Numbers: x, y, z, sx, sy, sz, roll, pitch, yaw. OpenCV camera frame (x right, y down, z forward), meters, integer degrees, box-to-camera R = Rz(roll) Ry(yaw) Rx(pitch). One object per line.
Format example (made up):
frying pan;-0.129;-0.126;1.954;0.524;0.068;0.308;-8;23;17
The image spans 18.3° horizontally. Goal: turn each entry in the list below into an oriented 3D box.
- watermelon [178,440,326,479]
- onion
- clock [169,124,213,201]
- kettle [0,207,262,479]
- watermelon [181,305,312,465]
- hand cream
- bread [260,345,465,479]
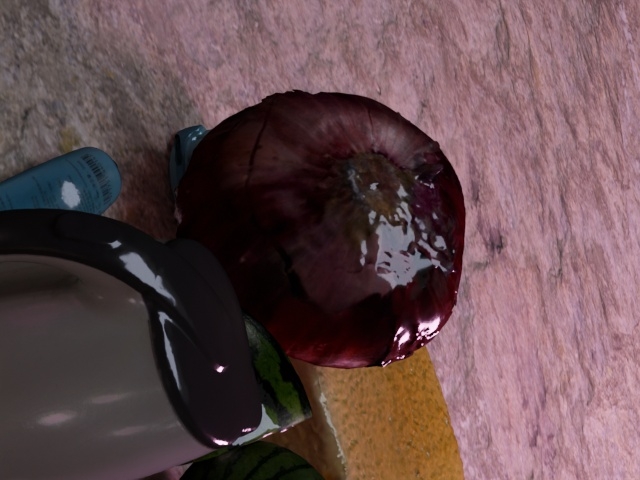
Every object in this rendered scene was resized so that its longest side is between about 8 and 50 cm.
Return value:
watermelon;-0.048;0.231;1.572;0.187;0.140;0.141;25;55;-70
onion;0.000;0.000;1.644;0.252;0.219;0.252;12;54;-17
clock;-0.094;-0.051;1.730;0.147;0.045;0.108;14;64;-63
kettle;-0.176;0.067;1.231;0.161;0.236;0.221;-82;153;-42
watermelon;-0.098;0.109;1.518;0.137;0.145;0.193;57;30;-47
hand cream;-0.212;-0.015;1.468;0.224;0.048;0.083;-41;114;-57
bread;0.021;0.173;1.786;0.274;0.114;0.185;-8;81;-67
